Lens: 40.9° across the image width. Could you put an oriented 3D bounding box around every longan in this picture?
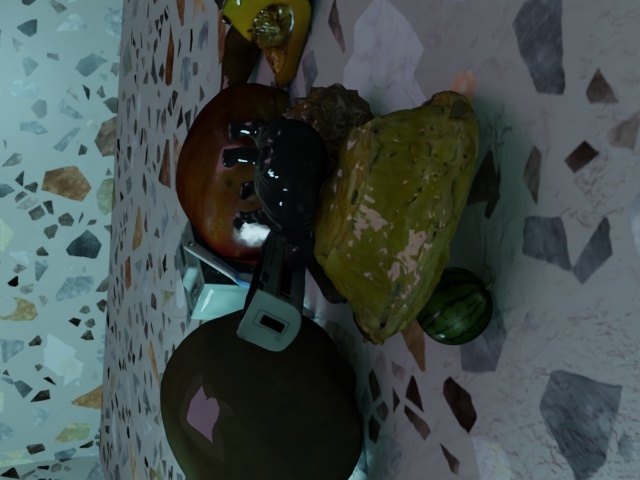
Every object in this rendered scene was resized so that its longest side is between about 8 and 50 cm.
[{"bbox_3d":[-0.092,0.285,1.433,0.361,0.361,0.361,178,90,-66],"label":"longan"}]

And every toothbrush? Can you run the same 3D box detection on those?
[{"bbox_3d":[-0.150,0.075,1.716,0.386,0.040,0.040,30,122,36],"label":"toothbrush"}]

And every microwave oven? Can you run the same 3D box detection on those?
[{"bbox_3d":[-0.224,0.061,1.891,0.122,0.162,0.208,-63,34,36],"label":"microwave oven"}]

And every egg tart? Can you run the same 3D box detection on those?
[{"bbox_3d":[0.081,-0.041,1.101,0.345,0.132,0.345,-163,90,-77],"label":"egg tart"}]

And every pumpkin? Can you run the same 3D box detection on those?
[{"bbox_3d":[-0.125,-0.416,1.592,0.280,0.190,0.139,112,146,-44],"label":"pumpkin"}]

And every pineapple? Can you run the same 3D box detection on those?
[{"bbox_3d":[0.001,-0.154,1.369,0.193,0.166,0.166,138,126,-63],"label":"pineapple"}]

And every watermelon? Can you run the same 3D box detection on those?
[{"bbox_3d":[0.171,0.081,1.078,0.109,0.109,0.109,178,90,-66],"label":"watermelon"}]

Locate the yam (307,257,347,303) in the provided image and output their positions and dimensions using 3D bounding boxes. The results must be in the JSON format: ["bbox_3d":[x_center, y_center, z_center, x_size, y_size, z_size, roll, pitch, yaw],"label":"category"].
[{"bbox_3d":[-0.011,0.029,1.546,0.264,0.046,0.046,-121,37,-50],"label":"yam"}]

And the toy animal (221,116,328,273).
[{"bbox_3d":[-0.039,-0.051,1.290,0.343,0.168,0.106,64,-155,-49],"label":"toy animal"}]

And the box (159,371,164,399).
[{"bbox_3d":[-0.272,0.332,2.016,0.256,0.164,0.069,150,117,-64],"label":"box"}]

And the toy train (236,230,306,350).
[{"bbox_3d":[-0.070,0.065,1.437,0.407,0.088,0.086,-89,24,-74],"label":"toy train"}]

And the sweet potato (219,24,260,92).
[{"bbox_3d":[-0.172,-0.388,1.825,0.346,0.079,0.108,119,159,-43],"label":"sweet potato"}]

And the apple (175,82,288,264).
[{"bbox_3d":[-0.151,-0.140,1.766,0.328,0.295,0.365,39,141,10],"label":"apple"}]
